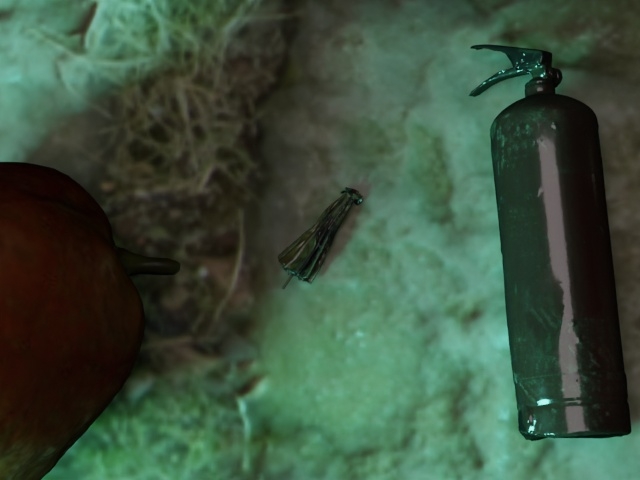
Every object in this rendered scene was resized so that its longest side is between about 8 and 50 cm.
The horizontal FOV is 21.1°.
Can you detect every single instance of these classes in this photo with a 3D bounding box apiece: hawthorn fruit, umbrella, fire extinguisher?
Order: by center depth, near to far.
[{"bbox_3d":[-0.216,0.051,1.076,0.261,0.224,0.224,-26,77,-21],"label":"hawthorn fruit"},{"bbox_3d":[0.142,-0.005,1.101,0.089,0.072,0.267,-14,77,42],"label":"fire extinguisher"},{"bbox_3d":[-0.001,-0.001,1.142,0.031,0.020,0.083,28,84,50],"label":"umbrella"}]
